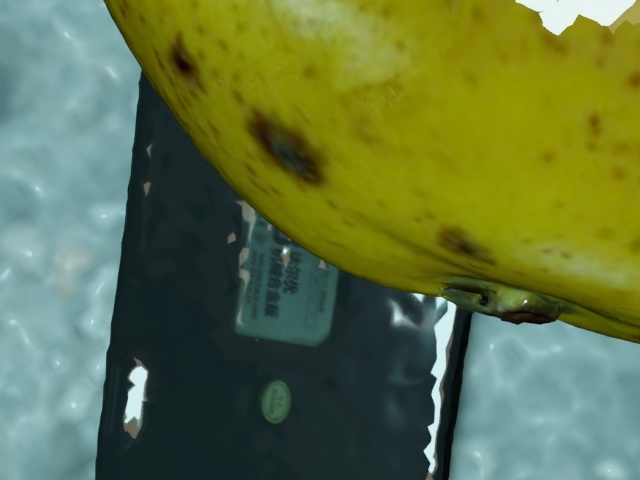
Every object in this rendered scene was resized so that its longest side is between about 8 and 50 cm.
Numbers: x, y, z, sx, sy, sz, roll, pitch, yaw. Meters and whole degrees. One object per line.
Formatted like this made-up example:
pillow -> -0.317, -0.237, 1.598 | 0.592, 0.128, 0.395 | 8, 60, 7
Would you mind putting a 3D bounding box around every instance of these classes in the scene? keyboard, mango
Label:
keyboard -> 0.000, 0.000, 0.518 | 0.106, 0.027, 0.317 | 9, 95, 12
mango -> 0.032, -0.109, 0.414 | 0.191, 0.160, 0.290 | -25, 85, 20
